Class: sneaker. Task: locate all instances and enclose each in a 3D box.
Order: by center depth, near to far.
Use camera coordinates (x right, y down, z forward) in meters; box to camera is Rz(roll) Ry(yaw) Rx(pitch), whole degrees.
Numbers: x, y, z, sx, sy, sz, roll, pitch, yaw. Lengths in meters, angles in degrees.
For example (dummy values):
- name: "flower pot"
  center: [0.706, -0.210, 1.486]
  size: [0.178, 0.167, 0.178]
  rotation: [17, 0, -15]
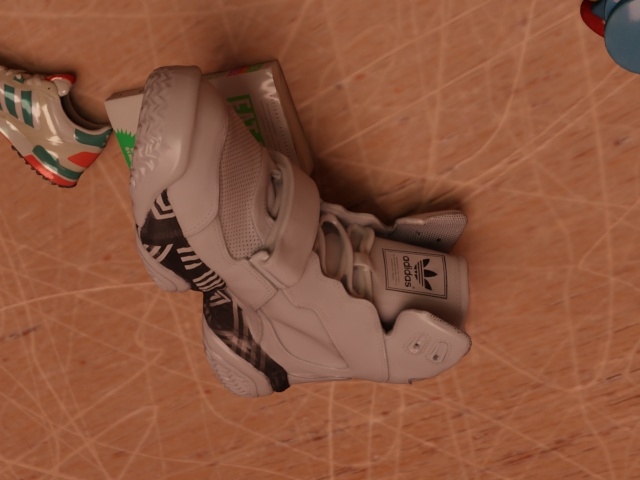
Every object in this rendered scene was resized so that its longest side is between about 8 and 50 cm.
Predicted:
- name: "sneaker"
  center: [0.000, 0.000, 0.834]
  size: [0.210, 0.137, 0.365]
  rotation: [-3, 146, 9]
- name: "sneaker"
  center: [-0.235, -0.118, 0.905]
  size: [0.161, 0.057, 0.075]
  rotation: [43, 105, -14]

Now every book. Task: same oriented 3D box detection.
- name: "book"
  center: [-0.088, -0.083, 0.902]
  size: [0.144, 0.035, 0.096]
  rotation: [-9, 116, 20]

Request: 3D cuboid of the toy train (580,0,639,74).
- name: "toy train"
  center: [0.125, -0.196, 0.706]
  size: [0.248, 0.143, 0.105]
  rotation: [27, 124, -5]
